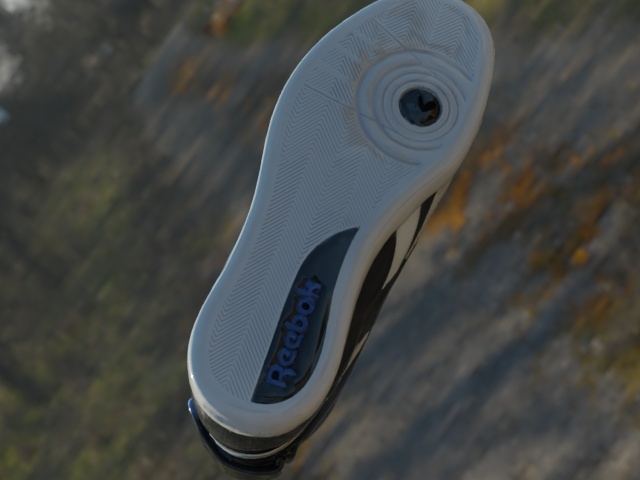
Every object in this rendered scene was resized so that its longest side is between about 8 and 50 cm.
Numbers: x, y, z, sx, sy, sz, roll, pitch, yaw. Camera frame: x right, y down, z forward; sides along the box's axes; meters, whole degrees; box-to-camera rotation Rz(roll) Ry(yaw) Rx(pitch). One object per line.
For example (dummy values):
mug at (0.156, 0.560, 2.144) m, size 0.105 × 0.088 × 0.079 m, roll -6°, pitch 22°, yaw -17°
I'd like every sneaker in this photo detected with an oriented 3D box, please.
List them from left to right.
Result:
sneaker at (0.000, 0.000, 0.835) m, size 0.217 × 0.079 × 0.121 m, roll -60°, pitch -5°, yaw -24°
